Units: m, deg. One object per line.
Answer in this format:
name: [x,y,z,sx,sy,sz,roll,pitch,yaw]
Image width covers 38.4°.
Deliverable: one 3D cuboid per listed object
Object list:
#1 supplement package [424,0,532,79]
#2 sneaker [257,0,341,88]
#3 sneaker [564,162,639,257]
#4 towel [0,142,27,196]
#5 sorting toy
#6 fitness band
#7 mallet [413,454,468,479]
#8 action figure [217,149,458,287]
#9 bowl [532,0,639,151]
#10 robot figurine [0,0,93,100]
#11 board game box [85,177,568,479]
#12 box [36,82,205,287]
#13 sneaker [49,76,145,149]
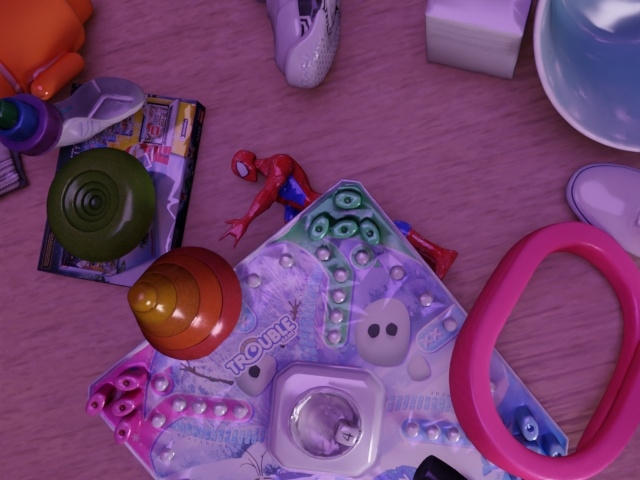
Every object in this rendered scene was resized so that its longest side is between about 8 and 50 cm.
supplement package: [0.177,-0.256,1.004,0.105,0.179,0.105,14,87,8]
sneaker: [-0.086,-0.348,1.072,0.210,0.137,0.366,-2,80,7]
sneaker: [0.392,-0.011,1.000,0.258,0.091,0.094,29,89,9]
towel: [-0.553,-0.166,1.151,0.312,0.056,0.324,-19,82,5]
sorting toy: [-0.236,-0.028,0.941,0.127,0.126,0.365,-45,75,6]
fitness band: [0.253,0.114,0.961,0.209,0.054,0.291,40,64,-9]
mallet: [0.077,0.303,0.965,0.189,0.039,0.062,-44,95,11]
action figure: [0.000,0.000,1.047,0.280,0.091,0.139,33,81,9]
bowl: [0.356,-0.264,0.956,0.311,0.163,0.311,-2,125,-3]
robot figurine: [-0.366,-0.233,1.081,0.158,0.128,0.219,46,72,-20]
board game box: [0.005,0.200,0.996,0.390,0.050,0.390,-39,94,7]
box: [-0.238,-0.063,1.107,0.159,0.044,0.233,9,86,9]
sneaker: [-0.269,-0.146,1.062,0.152,0.061,0.054,-17,77,12]
